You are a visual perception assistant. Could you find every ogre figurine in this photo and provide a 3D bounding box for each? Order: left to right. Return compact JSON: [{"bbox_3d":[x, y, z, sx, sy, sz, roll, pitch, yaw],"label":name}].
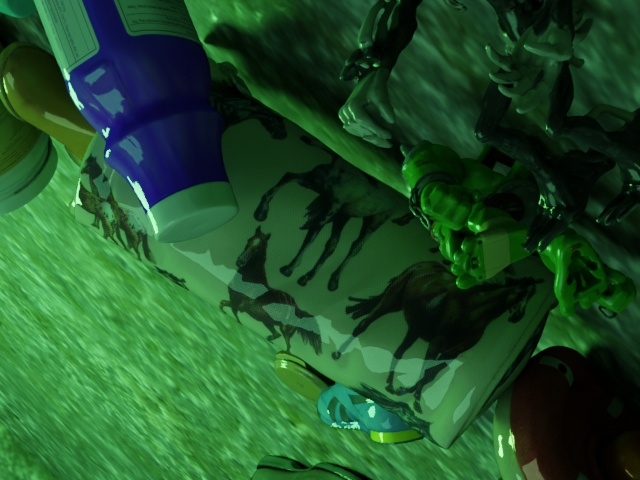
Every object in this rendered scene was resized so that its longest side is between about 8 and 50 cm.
[{"bbox_3d":[0.130,-0.014,1.146,0.118,0.197,0.096,-123,44,-52],"label":"ogre figurine"}]

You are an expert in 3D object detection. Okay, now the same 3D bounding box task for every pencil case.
[{"bbox_3d":[0.000,0.000,1.306,0.410,0.183,0.160,31,-174,15],"label":"pencil case"}]

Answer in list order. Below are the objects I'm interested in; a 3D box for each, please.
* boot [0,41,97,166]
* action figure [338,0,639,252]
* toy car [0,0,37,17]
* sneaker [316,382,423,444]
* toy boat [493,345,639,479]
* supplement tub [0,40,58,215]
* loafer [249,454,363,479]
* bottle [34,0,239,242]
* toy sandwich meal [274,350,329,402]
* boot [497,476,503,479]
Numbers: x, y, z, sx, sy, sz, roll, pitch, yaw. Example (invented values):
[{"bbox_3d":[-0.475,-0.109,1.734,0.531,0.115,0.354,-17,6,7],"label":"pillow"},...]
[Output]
[{"bbox_3d":[-0.217,-0.114,1.592,0.152,0.073,0.197,22,163,41],"label":"boot"},{"bbox_3d":[0.100,-0.115,0.978,0.164,0.141,0.275,-12,125,50],"label":"action figure"},{"bbox_3d":[-0.369,-0.290,1.376,0.219,0.210,0.238,22,138,17],"label":"toy car"},{"bbox_3d":[0.050,0.155,1.681,0.209,0.069,0.082,-177,76,-69],"label":"sneaker"},{"bbox_3d":[0.253,0.174,1.308,0.231,0.151,0.151,42,128,-4],"label":"toy boat"},{"bbox_3d":[-0.372,-0.134,1.705,0.144,0.144,0.199,22,151,39],"label":"supplement tub"},{"bbox_3d":[-0.016,0.336,2.072,0.096,0.084,0.267,50,156,-20],"label":"loafer"},{"bbox_3d":[-0.141,-0.137,1.221,0.092,0.118,0.282,-29,76,26],"label":"bottle"},{"bbox_3d":[-0.016,0.146,1.801,0.086,0.029,0.085,29,158,13],"label":"toy sandwich meal"},{"bbox_3d":[0.270,0.273,1.517,0.263,0.091,0.229,37,163,21],"label":"boot"}]
